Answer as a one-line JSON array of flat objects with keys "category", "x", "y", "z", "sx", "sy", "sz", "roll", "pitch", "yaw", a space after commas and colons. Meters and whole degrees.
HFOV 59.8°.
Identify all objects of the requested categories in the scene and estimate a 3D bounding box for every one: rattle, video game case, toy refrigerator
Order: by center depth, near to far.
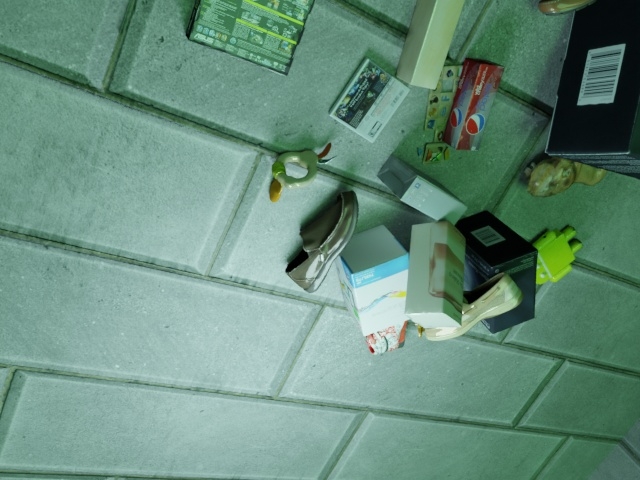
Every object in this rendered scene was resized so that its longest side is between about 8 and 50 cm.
[{"category": "toy refrigerator", "x": 0.304, "y": -0.566, "z": 1.529, "sx": 0.094, "sy": 0.102, "sz": 0.269, "roll": 4, "pitch": 117, "yaw": -24}, {"category": "video game case", "x": 0.142, "y": -0.403, "z": 1.613, "sx": 0.173, "sy": 0.022, "sz": 0.190, "roll": 26, "pitch": 108, "yaw": -32}, {"category": "rattle", "x": -0.049, "y": -0.194, "z": 1.636, "sx": 0.200, "sy": 0.130, "sz": 0.142, "roll": -36, "pitch": 142, "yaw": -31}]

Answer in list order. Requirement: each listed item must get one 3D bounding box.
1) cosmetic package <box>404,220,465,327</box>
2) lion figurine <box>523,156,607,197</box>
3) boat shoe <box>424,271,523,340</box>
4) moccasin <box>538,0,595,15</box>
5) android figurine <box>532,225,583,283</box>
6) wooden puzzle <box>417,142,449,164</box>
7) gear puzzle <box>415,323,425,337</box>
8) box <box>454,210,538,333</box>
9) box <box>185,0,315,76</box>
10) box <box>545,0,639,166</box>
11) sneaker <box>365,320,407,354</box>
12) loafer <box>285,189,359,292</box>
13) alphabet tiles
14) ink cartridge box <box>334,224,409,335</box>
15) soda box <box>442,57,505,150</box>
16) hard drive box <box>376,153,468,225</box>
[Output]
[{"category": "cosmetic package", "x": 0.355, "y": 0.106, "z": 1.705, "sx": 0.129, "sy": 0.296, "sz": 0.153, "roll": -7, "pitch": 154, "yaw": 34}, {"category": "lion figurine", "x": 0.900, "y": -0.250, "z": 1.928, "sx": 0.392, "sy": 0.142, "sz": 0.240, "roll": 3, "pitch": 118, "yaw": -24}, {"category": "boat shoe", "x": 0.461, "y": 0.206, "z": 1.761, "sx": 0.341, "sy": 0.121, "sz": 0.110, "roll": -33, "pitch": 105, "yaw": 25}, {"category": "moccasin", "x": 0.774, "y": -0.775, "z": 1.568, "sx": 0.380, "sy": 0.139, "sz": 0.147, "roll": -36, "pitch": 119, "yaw": 5}, {"category": "android figurine", "x": 0.893, "y": 0.068, "z": 2.170, "sx": 0.273, "sy": 0.056, "sz": 0.248, "roll": -39, "pitch": 126, "yaw": 2}, {"category": "wooden puzzle", "x": 0.363, "y": -0.276, "z": 1.777, "sx": 0.116, "sy": 0.014, "sz": 0.078, "roll": -13, "pitch": 128, "yaw": -13}, {"category": "gear puzzle", "x": 0.339, "y": 0.173, "z": 1.851, "sx": 0.044, "sy": 0.339, "sz": 0.175, "roll": -3, "pitch": 130, "yaw": 14}, {"category": "box", "x": 0.584, "y": 0.107, "z": 1.921, "sx": 0.183, "sy": 0.296, "sz": 0.294, "roll": -20, "pitch": 124, "yaw": -9}, {"category": "box", "x": -0.170, "y": -0.555, "z": 1.376, "sx": 0.270, "sy": 0.060, "sz": 0.216, "roll": 12, "pitch": 114, "yaw": -27}, {"category": "box", "x": 0.992, "y": -0.445, "z": 1.669, "sx": 0.472, "sy": 0.297, "sz": 0.479, "roll": 8, "pitch": 95, "yaw": -28}, {"category": "sneaker", "x": 0.233, "y": 0.306, "z": 2.031, "sx": 0.145, "sy": 0.090, "sz": 0.270, "roll": -15, "pitch": 126, "yaw": -16}, {"category": "loafer", "x": 0.000, "y": 0.000, "z": 1.728, "sx": 0.130, "sy": 0.134, "sz": 0.366, "roll": 22, "pitch": 109, "yaw": -17}, {"category": "alphabet tiles", "x": 0.417, "y": -0.421, "z": 1.718, "sx": 0.198, "sy": 0.009, "sz": 0.237, "roll": -8, "pitch": 122, "yaw": -17}, {"category": "ink cartridge box", "x": 0.177, "y": 0.131, "z": 1.838, "sx": 0.197, "sy": 0.198, "sz": 0.270, "roll": -20, "pitch": 124, "yaw": -9}, {"category": "soda box", "x": 0.459, "y": -0.408, "z": 1.684, "sx": 0.092, "sy": 0.083, "sz": 0.263, "roll": 0, "pitch": 119, "yaw": -22}, {"category": "hard drive box", "x": 0.316, "y": -0.154, "z": 1.733, "sx": 0.232, "sy": 0.181, "sz": 0.089, "roll": 24, "pitch": 108, "yaw": -30}]
